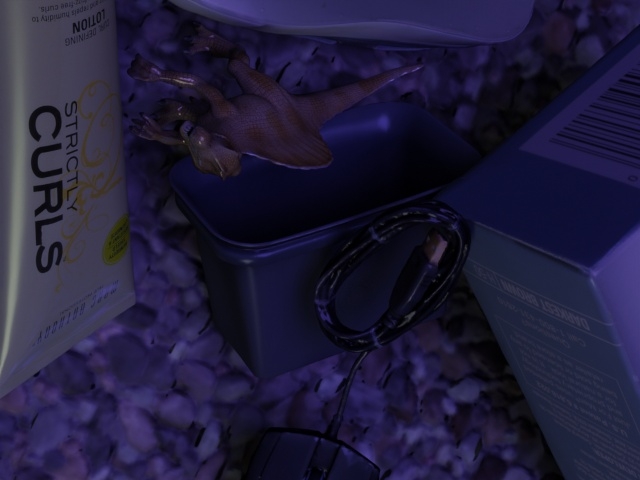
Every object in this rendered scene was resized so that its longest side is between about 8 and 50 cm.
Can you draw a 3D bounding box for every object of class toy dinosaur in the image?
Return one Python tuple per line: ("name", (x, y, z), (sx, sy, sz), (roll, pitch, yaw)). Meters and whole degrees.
("toy dinosaur", (-0.030, -0.058, 0.638), (0.183, 0.092, 0.053), (-30, 144, -56))

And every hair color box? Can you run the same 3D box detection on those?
("hair color box", (0.217, 0.079, 0.690), (0.185, 0.113, 0.374), (-40, 123, -16))

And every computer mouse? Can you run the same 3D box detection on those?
("computer mouse", (0.008, 0.086, 0.626), (0.071, 0.041, 0.242), (20, 120, 2))

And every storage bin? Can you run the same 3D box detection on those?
("storage bin", (0.000, 0.000, 0.662), (0.135, 0.098, 0.091), (-17, 127, -23))

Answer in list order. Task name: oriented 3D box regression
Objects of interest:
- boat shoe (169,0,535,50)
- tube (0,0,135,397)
("boat shoe", (-0.008, -0.125, 0.647), (0.227, 0.081, 0.079), (6, 83, -31))
("tube", (-0.111, -0.052, 0.572), (0.070, 0.062, 0.240), (-6, 122, -13))
